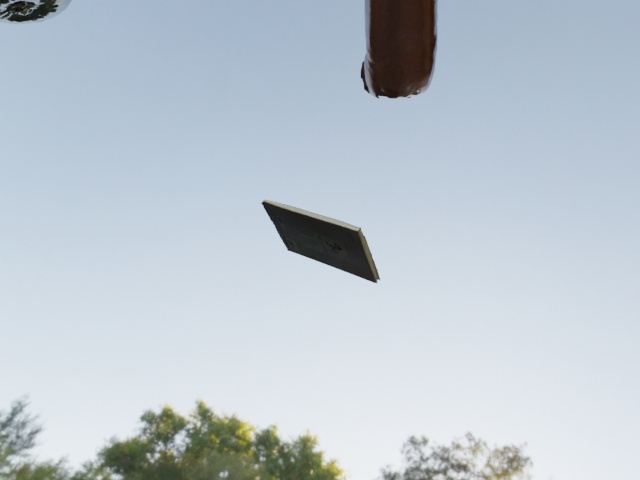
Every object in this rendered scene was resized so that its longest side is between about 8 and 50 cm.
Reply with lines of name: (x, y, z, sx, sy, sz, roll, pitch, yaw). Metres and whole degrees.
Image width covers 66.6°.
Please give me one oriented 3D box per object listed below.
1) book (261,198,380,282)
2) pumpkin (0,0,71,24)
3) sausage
book: (0.000, 0.000, 0.745, 0.181, 0.014, 0.127, 18, -30, 33)
pumpkin: (-0.596, -0.515, 0.935, 0.233, 0.233, 0.163, -14, -79, 30)
sausage: (0.085, -0.338, 0.483, 0.094, 0.094, 0.419, 29, -34, 29)
